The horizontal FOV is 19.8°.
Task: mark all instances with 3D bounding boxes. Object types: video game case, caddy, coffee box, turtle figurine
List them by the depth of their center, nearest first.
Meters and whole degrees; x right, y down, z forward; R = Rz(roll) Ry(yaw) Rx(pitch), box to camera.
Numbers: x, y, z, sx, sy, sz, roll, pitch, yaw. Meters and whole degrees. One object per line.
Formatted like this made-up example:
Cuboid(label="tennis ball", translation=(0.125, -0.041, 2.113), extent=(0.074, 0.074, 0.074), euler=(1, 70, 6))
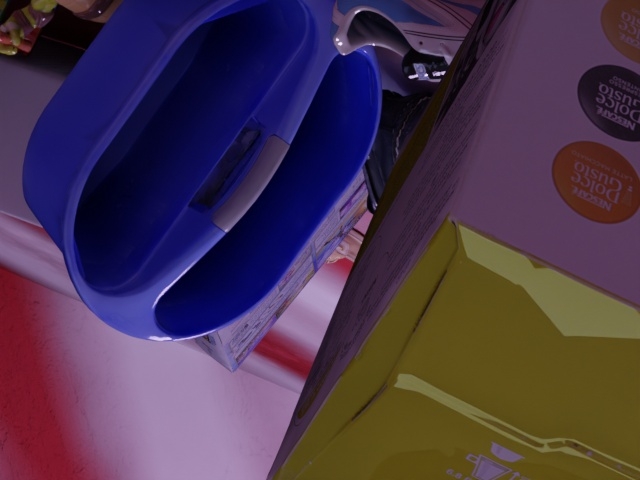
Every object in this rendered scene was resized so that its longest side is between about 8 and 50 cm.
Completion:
Cuboid(label="coffee box", translation=(0.209, 0.027, 1.138), extent=(0.338, 0.334, 0.338), euler=(26, 143, -4))
Cuboid(label="caddy", translation=(-0.097, -0.077, 1.596), extent=(0.241, 0.341, 0.179), euler=(34, -179, -40))
Cuboid(label="turtle figurine", translation=(-0.208, -0.220, 1.695), extent=(0.217, 0.087, 0.269), euler=(26, 138, -35))
Cuboid(label="video game case", translation=(-0.036, -0.005, 1.868), extent=(0.061, 0.269, 0.244), euler=(37, 170, 11))

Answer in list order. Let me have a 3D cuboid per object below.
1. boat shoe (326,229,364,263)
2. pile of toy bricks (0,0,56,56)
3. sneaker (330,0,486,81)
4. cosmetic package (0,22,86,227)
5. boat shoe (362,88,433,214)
Cuboid(label="boat shoe", translation=(0.000, 0.000, 2.311), extent=(0.170, 0.059, 0.063), euler=(32, 165, -31))
Cuboid(label="pile of toy bricks", translation=(-0.309, -0.242, 1.792), extent=(0.118, 0.105, 0.212), euler=(27, 167, -7))
Cuboid(label="sneaker", translation=(0.118, -0.149, 1.412), extent=(0.237, 0.086, 0.085), euler=(18, 164, 23))
Cuboid(label="cosmetic package", translation=(-0.282, -0.117, 1.964), extent=(0.453, 0.161, 0.230), euler=(19, -168, 24))
Cuboid(label="boat shoe", translation=(0.096, -0.045, 1.790), extent=(0.113, 0.127, 0.340), euler=(21, 166, 22))
